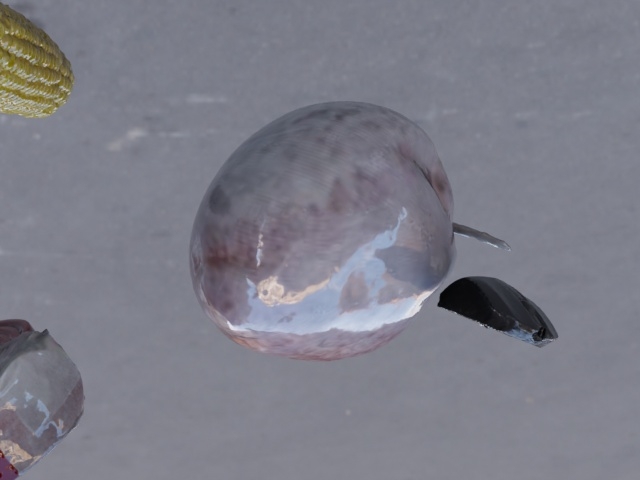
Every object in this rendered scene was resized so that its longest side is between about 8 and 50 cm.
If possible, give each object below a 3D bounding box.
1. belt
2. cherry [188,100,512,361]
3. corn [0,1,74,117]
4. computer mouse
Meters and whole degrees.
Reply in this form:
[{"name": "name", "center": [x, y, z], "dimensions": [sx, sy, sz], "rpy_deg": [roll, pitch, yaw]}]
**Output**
[{"name": "belt", "center": [-0.401, 0.200, 1.353], "dimensions": [0.324, 0.227, 0.115], "rpy_deg": [-21, 115, 26]}, {"name": "cherry", "center": [0.005, -0.011, 1.482], "dimensions": [0.335, 0.291, 0.326], "rpy_deg": [12, 113, -55]}, {"name": "corn", "center": [-0.389, -0.217, 1.494], "dimensions": [0.130, 0.130, 0.347], "rpy_deg": [-6, 173, 9]}, {"name": "computer mouse", "center": [0.199, 0.074, 1.380], "dimensions": [0.099, 0.057, 0.172], "rpy_deg": [24, 179, -32]}]
